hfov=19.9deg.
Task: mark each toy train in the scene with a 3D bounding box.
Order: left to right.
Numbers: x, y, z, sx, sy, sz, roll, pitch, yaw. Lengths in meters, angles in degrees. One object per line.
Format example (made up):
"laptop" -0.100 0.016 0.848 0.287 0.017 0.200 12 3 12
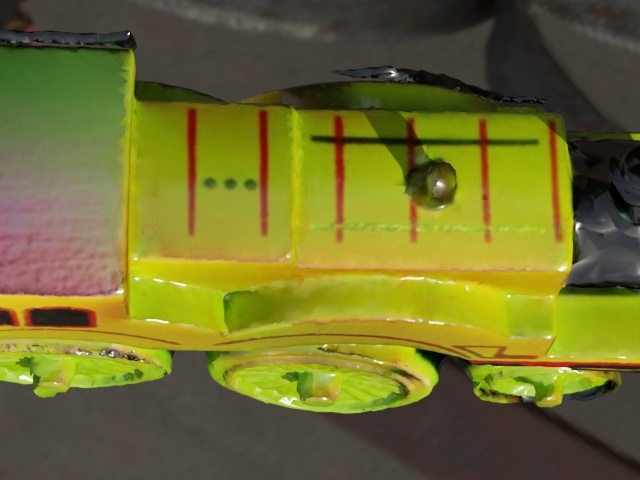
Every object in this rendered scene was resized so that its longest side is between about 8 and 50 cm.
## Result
"toy train" 0.000 0.000 0.623 0.296 0.160 0.100 1 73 -5
